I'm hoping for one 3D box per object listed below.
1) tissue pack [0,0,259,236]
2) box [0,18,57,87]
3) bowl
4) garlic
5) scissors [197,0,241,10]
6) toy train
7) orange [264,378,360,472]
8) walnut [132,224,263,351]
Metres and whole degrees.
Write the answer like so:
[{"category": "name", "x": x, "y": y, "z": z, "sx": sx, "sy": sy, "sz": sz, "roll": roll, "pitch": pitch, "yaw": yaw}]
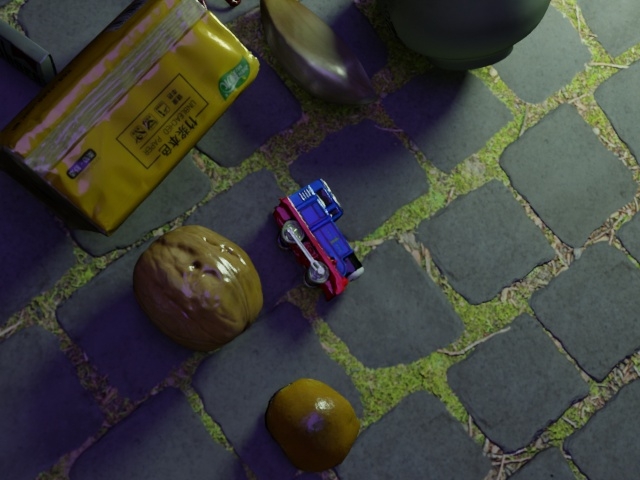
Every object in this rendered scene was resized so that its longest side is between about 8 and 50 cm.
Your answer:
[{"category": "tissue pack", "x": -0.329, "y": -0.210, "z": 1.260, "sx": 0.228, "sy": 0.293, "sz": 0.382, "roll": 48, "pitch": 71, "yaw": -24}, {"category": "box", "x": -0.555, "y": -0.348, "z": 1.355, "sx": 0.177, "sy": 0.115, "sz": 0.036, "roll": 36, "pitch": 72, "yaw": -1}, {"category": "bowl", "x": 0.282, "y": -0.451, "z": 1.475, "sx": 0.354, "sy": 0.354, "sz": 0.185, "roll": -23, "pitch": 126, "yaw": -15}, {"category": "garlic", "x": -0.020, "y": -0.364, "z": 1.468, "sx": 0.143, "sy": 0.112, "sz": 0.318, "roll": -26, "pitch": 76, "yaw": -38}, {"category": "scissors", "x": -0.256, "y": -0.544, "z": 1.454, "sx": 0.144, "sy": 0.017, "sz": 0.248, "roll": -43, "pitch": 106, "yaw": -41}, {"category": "toy train", "x": 0.000, "y": 0.000, "z": 1.402, "sx": 0.131, "sy": 0.083, "sz": 0.204, "roll": -32, "pitch": 85, "yaw": -18}, {"category": "orange", "x": -0.014, "y": 0.320, "z": 1.316, "sx": 0.170, "sy": 0.112, "sz": 0.160, "roll": 1, "pitch": 77, "yaw": 1}, {"category": "walnut", "x": -0.209, "y": 0.079, "z": 1.293, "sx": 0.221, "sy": 0.195, "sz": 0.195, "roll": 39, "pitch": 73, "yaw": 7}]
